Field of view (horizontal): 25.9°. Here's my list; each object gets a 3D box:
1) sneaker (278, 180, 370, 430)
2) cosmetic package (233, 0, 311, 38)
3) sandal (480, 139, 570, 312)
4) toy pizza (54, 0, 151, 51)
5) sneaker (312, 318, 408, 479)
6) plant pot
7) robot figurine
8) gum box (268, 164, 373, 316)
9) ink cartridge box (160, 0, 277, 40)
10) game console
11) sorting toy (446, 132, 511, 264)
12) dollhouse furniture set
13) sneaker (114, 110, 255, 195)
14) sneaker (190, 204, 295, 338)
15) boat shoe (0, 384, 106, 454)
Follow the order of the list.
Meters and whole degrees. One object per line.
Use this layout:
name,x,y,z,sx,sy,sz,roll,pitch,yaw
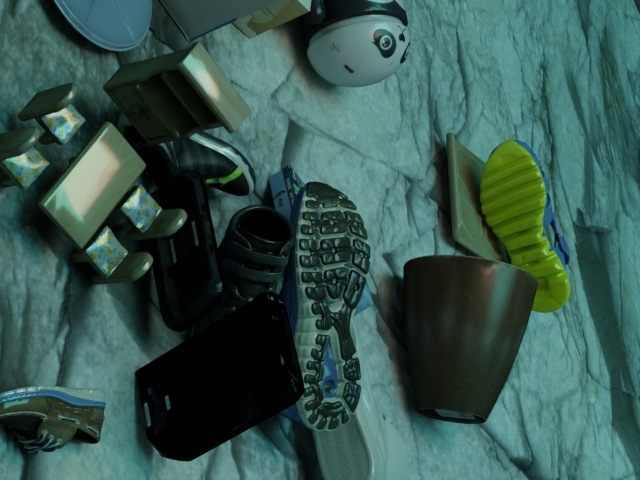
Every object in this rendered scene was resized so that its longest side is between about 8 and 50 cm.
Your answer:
sneaker,-0.027,0.084,1.858,0.130,0.147,0.330,10,83,-40
cosmetic package,-0.076,-0.350,2.065,0.060,0.115,0.041,39,44,-39
sandal,0.376,-0.033,2.525,0.138,0.126,0.317,-45,123,-63
toy pizza,-0.297,-0.336,1.804,0.201,0.032,0.201,33,47,-43
sneaker,0.042,0.232,1.962,0.169,0.108,0.292,40,36,-60
plant pot,0.221,0.163,2.179,0.215,0.215,0.230,28,65,-47
robot figurine,0.048,-0.382,2.211,0.209,0.173,0.278,-8,76,-13
gum box,0.000,0.000,2.008,0.184,0.041,0.157,51,13,-30
ink cartridge box,-0.130,-0.433,1.976,0.168,0.171,0.232,54,35,-24
game console,-0.140,0.071,1.667,0.044,0.213,0.361,26,42,-48
sorting toy,0.283,-0.017,2.505,0.229,0.041,0.307,35,46,-49
dollhouse furniture set,-0.221,-0.102,1.612,0.212,0.161,0.242,52,54,-27
sneaker,-0.186,-0.100,1.817,0.235,0.084,0.097,34,63,-37
sneaker,-0.099,0.079,1.745,0.104,0.147,0.295,12,50,-11
boat shoe,-0.293,0.193,1.489,0.183,0.066,0.066,8,68,-55
